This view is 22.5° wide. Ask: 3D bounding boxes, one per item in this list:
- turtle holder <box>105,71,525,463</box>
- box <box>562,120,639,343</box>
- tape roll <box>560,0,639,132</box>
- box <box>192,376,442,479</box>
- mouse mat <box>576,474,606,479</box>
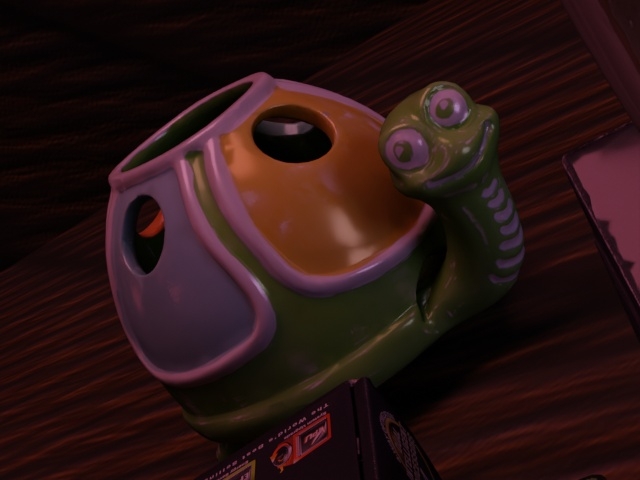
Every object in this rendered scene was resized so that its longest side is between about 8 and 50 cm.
[{"bbox_3d":[-0.016,0.011,1.090,0.243,0.227,0.320,-38,14,-14],"label":"turtle holder"},{"bbox_3d":[0.241,0.007,0.504,0.270,0.143,0.165,-26,46,7],"label":"box"},{"bbox_3d":[0.156,-0.079,0.351,0.169,0.246,0.246,-33,14,1],"label":"tape roll"},{"bbox_3d":[-0.109,0.260,0.753,0.395,0.097,0.318,-33,19,11],"label":"box"},{"bbox_3d":[0.052,0.188,0.808,0.189,0.007,0.152,-27,16,33],"label":"mouse mat"}]
